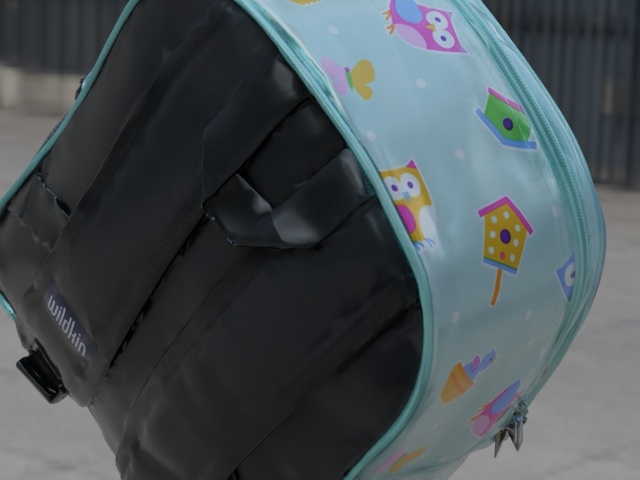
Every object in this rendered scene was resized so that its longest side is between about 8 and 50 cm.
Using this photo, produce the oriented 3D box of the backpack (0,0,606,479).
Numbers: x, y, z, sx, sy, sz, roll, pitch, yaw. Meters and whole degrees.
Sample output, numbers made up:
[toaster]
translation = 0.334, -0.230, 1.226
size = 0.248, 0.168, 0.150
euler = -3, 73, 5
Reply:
[backpack]
translation = 0.000, 0.000, 0.578
size = 0.144, 0.166, 0.188
euler = -21, -22, -30
